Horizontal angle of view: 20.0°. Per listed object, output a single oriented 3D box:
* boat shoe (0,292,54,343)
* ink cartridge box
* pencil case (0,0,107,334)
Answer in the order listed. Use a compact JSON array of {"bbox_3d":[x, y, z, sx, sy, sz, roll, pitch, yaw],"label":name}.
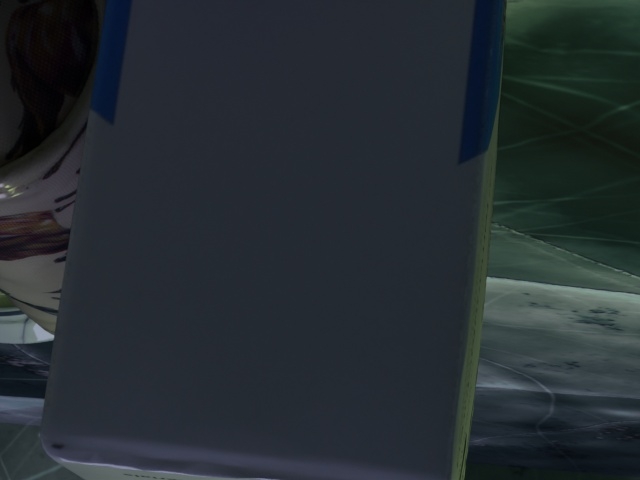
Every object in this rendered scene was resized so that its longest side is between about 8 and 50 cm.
[{"bbox_3d":[-0.278,0.025,1.536,0.302,0.109,0.094,-6,120,20],"label":"boat shoe"},{"bbox_3d":[0.000,0.000,0.895,0.166,0.285,0.395,6,167,5],"label":"ink cartridge box"},{"bbox_3d":[-0.154,-0.055,1.029,0.160,0.183,0.410,-22,164,1],"label":"pencil case"}]
